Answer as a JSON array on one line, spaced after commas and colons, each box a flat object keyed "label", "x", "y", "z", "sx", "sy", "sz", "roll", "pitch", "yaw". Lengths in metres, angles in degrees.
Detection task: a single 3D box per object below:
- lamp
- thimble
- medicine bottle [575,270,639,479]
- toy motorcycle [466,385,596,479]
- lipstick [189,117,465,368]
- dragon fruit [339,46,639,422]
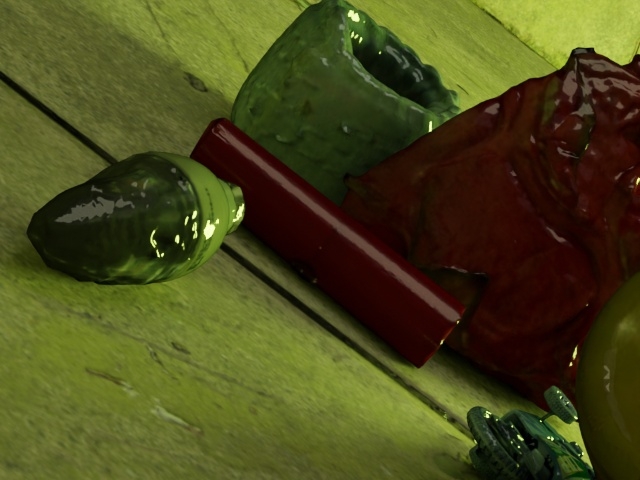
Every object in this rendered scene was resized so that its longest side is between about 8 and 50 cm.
[{"label": "lamp", "x": -0.132, "y": -0.015, "z": 1.329, "sx": 0.101, "sy": 0.101, "sz": 0.250, "roll": 44, "pitch": 25, "yaw": 17}, {"label": "thimble", "x": 0.029, "y": -0.126, "z": 1.816, "sx": 0.205, "sy": 0.172, "sz": 0.250, "roll": 50, "pitch": 18, "yaw": 26}, {"label": "medicine bottle", "x": 0.324, "y": 0.184, "z": 1.355, "sx": 0.224, "sy": 0.224, "sz": 0.384, "roll": 51, "pitch": -7, "yaw": 35}, {"label": "toy motorcycle", "x": 0.189, "y": 0.197, "z": 1.473, "sx": 0.136, "sy": 0.092, "sz": 0.254, "roll": 56, "pitch": 13, "yaw": 21}, {"label": "lipstick", "x": 0.000, "y": 0.000, "z": 1.611, "sx": 0.279, "sy": 0.073, "sz": 0.073, "roll": 38, "pitch": 17, "yaw": 0}, {"label": "dragon fruit", "x": 0.217, "y": -0.013, "z": 1.681, "sx": 0.286, "sy": 0.329, "sz": 0.228, "roll": 25, "pitch": 29, "yaw": -42}]
